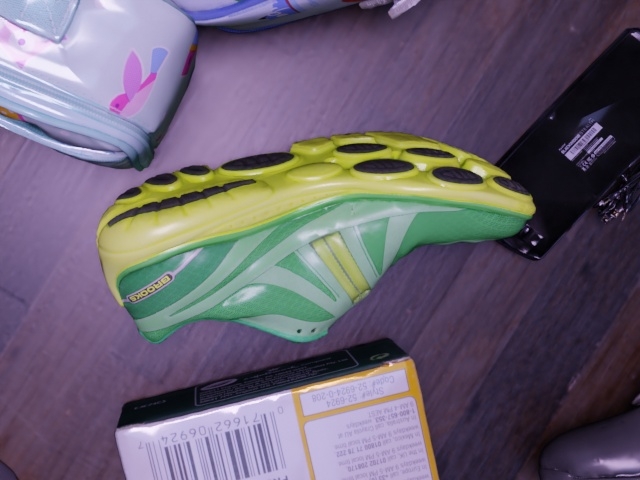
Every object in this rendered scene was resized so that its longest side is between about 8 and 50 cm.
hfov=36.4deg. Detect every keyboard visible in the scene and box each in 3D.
[{"bbox_3d":[0.204,-0.060,0.723,0.192,0.038,0.100,-45,75,-1],"label":"keyboard"}]

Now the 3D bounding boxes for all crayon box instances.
[{"bbox_3d":[-0.007,0.252,0.686,0.203,0.083,0.323,-13,95,-6],"label":"crayon box"}]

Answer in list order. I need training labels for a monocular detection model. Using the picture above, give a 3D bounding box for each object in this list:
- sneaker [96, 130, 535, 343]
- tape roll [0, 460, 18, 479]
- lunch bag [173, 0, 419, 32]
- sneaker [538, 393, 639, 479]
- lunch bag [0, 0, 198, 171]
[{"bbox_3d":[0.000,0.000,0.672,0.295,0.109,0.123,-9,118,-8],"label":"sneaker"},{"bbox_3d":[-0.297,0.236,0.652,0.219,0.072,0.219,-1,95,-8],"label":"tape roll"},{"bbox_3d":[-0.013,-0.280,0.590,0.243,0.115,0.303,-15,92,17],"label":"lunch bag"},{"bbox_3d":[0.302,0.090,0.711,0.330,0.122,0.146,-16,78,-5],"label":"sneaker"},{"bbox_3d":[-0.212,-0.134,0.559,0.279,0.224,0.108,23,90,-9],"label":"lunch bag"}]
